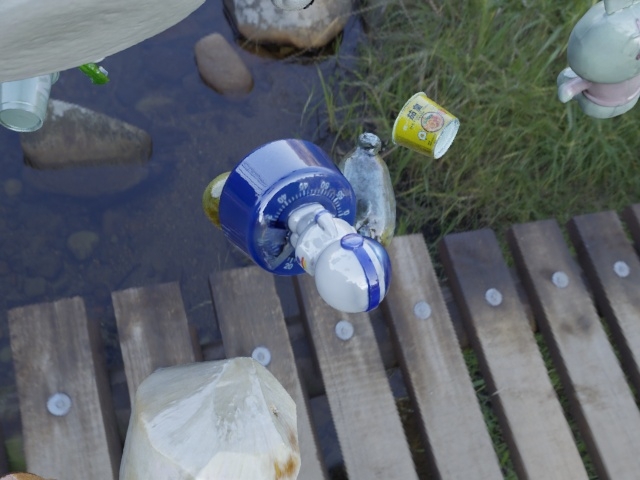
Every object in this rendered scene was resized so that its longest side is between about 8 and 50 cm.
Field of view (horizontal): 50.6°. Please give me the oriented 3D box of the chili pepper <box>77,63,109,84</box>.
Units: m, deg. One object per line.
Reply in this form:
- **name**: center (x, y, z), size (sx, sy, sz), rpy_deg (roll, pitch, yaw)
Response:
- **chili pepper**: center (-0.760, -0.573, 2.087), size (0.083, 0.253, 0.099), rpy_deg (-46, 43, 2)

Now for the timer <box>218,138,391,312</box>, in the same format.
- **timer**: center (0.000, 0.000, 1.270), size (0.271, 0.270, 0.383), rpy_deg (-25, 41, -18)

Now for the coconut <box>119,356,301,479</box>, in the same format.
- **coconut**: center (-0.207, 0.411, 1.328), size (0.345, 0.415, 0.415), rpy_deg (14, 63, -19)

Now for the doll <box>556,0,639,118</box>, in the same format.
- **doll**: center (0.409, -0.253, 0.931), size (0.155, 0.275, 0.113), rpy_deg (-16, 74, 5)

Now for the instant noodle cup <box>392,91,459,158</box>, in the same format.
- **instant noodle cup**: center (0.329, -0.342, 2.078), size (0.144, 0.182, 0.182), rpy_deg (33, 64, 23)

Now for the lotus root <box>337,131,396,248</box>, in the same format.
- **lotus root**: center (0.117, -0.115, 1.831), size (0.175, 0.175, 0.349), rpy_deg (0, 86, -8)

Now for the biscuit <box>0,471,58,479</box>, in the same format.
- **biscuit**: center (-0.473, 0.393, 1.012), size (0.183, 0.280, 0.043), rpy_deg (-10, 59, -31)

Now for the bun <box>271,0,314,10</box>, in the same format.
- **bun**: center (-0.088, -0.673, 1.721), size (0.120, 0.173, 0.172), rpy_deg (-12, 66, -35)

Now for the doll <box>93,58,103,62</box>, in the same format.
- **doll**: center (-0.430, -0.415, 0.904), size (0.215, 0.370, 0.226), rpy_deg (21, 37, 30)

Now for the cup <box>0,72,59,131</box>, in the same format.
- **cup**: center (-0.549, -0.279, 1.243), size (0.120, 0.120, 0.141), rpy_deg (1, 65, -8)

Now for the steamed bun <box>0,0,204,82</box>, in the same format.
- **steamed bun**: center (-0.187, -0.200, 0.437), size (0.232, 0.232, 0.145), rpy_deg (-24, 99, -18)

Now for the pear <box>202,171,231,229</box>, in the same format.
- **pear**: center (-0.250, -0.105, 1.891), size (0.167, 0.167, 0.136), rpy_deg (30, 44, 7)
